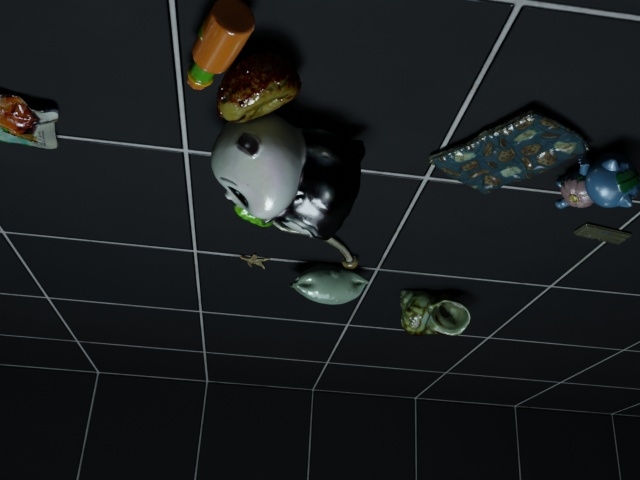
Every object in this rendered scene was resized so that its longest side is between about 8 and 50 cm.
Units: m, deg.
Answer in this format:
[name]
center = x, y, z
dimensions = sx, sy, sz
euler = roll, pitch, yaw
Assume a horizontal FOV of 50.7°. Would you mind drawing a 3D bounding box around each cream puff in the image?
[cream puff]
center = -0.105, -0.248, 1.081
dimensions = 0.149, 0.084, 0.149
euler = -26, 178, -1

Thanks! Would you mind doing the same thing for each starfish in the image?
[starfish]
center = -0.186, 0.055, 1.838
dimensions = 0.086, 0.016, 0.092
euler = 14, 155, -17

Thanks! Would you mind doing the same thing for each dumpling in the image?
[dumpling]
center = 0.021, 0.111, 1.854
dimensions = 0.216, 0.149, 0.105
euler = 0, 117, -7

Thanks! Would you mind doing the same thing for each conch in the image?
[conch]
center = 0.323, 0.206, 1.979
dimensions = 0.181, 0.124, 0.187
euler = 30, 121, -28

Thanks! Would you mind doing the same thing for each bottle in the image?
[bottle]
center = -0.164, -0.292, 1.040
dimensions = 0.069, 0.069, 0.187
euler = 15, 153, -23

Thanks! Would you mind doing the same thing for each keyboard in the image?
[keyboard]
center = 0.663, -0.017, 1.586
dimensions = 0.129, 0.015, 0.049
euler = 11, 148, -15

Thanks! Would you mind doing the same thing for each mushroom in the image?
[mushroom]
center = 0.001, 0.002, 1.682
dimensions = 0.068, 0.043, 0.306
euler = -39, 136, 20

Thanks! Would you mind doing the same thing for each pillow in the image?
[pillow]
center = 0.358, -0.163, 1.289
dimensions = 0.189, 0.034, 0.255
euler = 22, 149, -34

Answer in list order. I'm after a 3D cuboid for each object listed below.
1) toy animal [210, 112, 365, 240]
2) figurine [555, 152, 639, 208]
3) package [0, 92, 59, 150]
[toy animal]
center = -0.071, -0.117, 1.232
dimensions = 0.266, 0.213, 0.212
euler = 13, 153, -23
[figurine]
center = 0.544, -0.115, 1.309
dimensions = 0.144, 0.114, 0.178
euler = -15, 180, -30
[package]
center = -0.603, -0.231, 1.258
dimensions = 0.231, 0.040, 0.166
euler = 15, 153, -21
